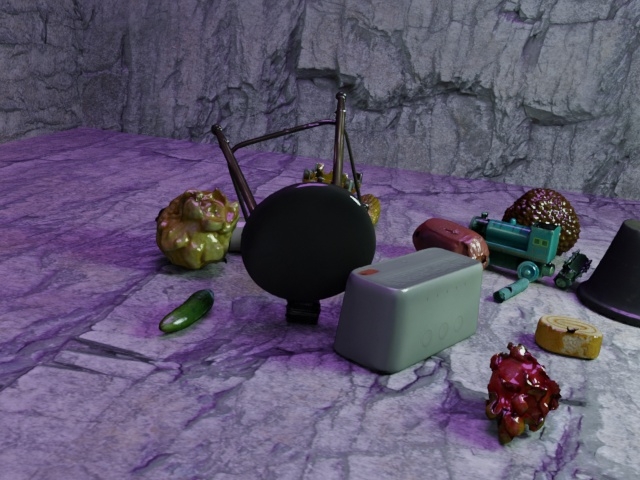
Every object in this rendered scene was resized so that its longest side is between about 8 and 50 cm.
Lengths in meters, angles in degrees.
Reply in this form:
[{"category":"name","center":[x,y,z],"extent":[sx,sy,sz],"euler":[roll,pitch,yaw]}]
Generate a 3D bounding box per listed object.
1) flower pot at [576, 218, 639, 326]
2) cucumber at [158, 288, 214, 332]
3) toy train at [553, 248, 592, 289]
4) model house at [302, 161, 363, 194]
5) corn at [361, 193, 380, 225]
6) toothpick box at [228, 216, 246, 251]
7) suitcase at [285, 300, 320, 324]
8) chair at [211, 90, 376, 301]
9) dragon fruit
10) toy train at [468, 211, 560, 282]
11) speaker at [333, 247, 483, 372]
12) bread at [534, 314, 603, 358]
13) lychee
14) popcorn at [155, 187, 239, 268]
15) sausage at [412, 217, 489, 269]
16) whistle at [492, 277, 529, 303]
[{"category":"flower pot","center":[0.959,0.088,1.904],"extent":[0.378,0.251,0.379],"euler":[8,17,-2]},{"category":"cucumber","center":[-0.291,0.157,1.517],"extent":[0.055,0.056,0.250],"euler":[11,19,14]},{"category":"toy train","center":[0.781,0.095,2.065],"extent":[0.071,0.111,0.170],"euler":[42,37,16]},{"category":"model house","center":[0.031,-0.149,2.393],"extent":[0.198,0.216,0.224],"euler":[13,18,11]},{"category":"corn","center":[0.182,-0.114,2.539],"extent":[0.101,0.102,0.310],"euler":[7,15,2]},{"category":"toothpick box","center":[-0.197,-0.019,2.050],"extent":[0.180,0.111,0.111],"euler":[-1,18,-18]},{"category":"suitcase","center":[-0.041,0.156,1.605],"extent":[0.086,0.059,0.126],"euler":[7,17,-3]},{"category":"chair","center":[-0.046,-0.089,1.626],"extent":[0.361,0.365,0.410],"euler":[-14,32,0]},{"category":"dragon fruit","center":[0.365,0.285,1.223],"extent":[0.150,0.133,0.208],"euler":[-26,21,45]},{"category":"toy train","center":[0.601,0.015,2.101],"extent":[0.298,0.194,0.120],"euler":[16,20,31]},{"category":"speaker","center":[0.214,0.144,1.525],"extent":[0.183,0.184,0.406],"euler":[20,21,37]},{"category":"bread","center":[0.596,0.225,1.598],"extent":[0.149,0.073,0.122],"euler":[9,15,9]},{"category":"lychee","center":[0.778,-0.053,2.337],"extent":[0.267,0.268,0.267],"euler":[6,16,-2]},{"category":"popcorn","center":[-0.340,-0.035,1.867],"extent":[0.215,0.252,0.286],"euler":[45,23,-24]},{"category":"sausage","center":[0.407,0.020,2.090],"extent":[0.152,0.152,0.279],"euler":[-4,19,-33]},{"category":"whistle","center":[0.555,0.144,1.921],"extent":[0.039,0.039,0.186],"euler":[19,20,36]}]
